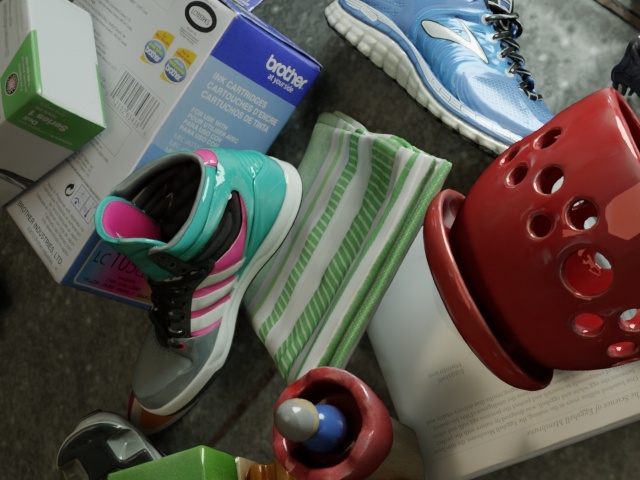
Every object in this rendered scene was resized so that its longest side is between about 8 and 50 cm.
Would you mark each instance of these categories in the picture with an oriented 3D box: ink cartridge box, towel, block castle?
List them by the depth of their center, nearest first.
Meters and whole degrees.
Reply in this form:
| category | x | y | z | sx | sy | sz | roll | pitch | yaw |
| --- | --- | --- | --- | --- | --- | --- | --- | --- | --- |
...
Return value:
| category | x | y | z | sx | sy | sz | roll | pitch | yaw |
| --- | --- | --- | --- | --- | --- | --- | --- | --- | --- |
| block castle | -0.126 | 0.304 | 0.683 | 0.453 | 0.213 | 0.303 | -20 | 59 | 21 |
| towel | 0.000 | 0.000 | 0.852 | 0.038 | 0.325 | 0.248 | 25 | 96 | -20 |
| ink cartridge box | -0.340 | -0.142 | 0.941 | 0.219 | 0.092 | 0.160 | -30 | 58 | 25 |
| ink cartridge box | -0.184 | -0.161 | 0.983 | 0.270 | 0.151 | 0.395 | 43 | 104 | 38 |

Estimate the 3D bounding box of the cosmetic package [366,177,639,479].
| category | x | y | z | sx | sy | sz | roll | pitch | yaw |
| --- | --- | --- | --- | --- | --- | --- | --- | --- | --- |
| cosmetic package | 0.175 | 0.086 | 0.825 | 0.224 | 0.138 | 0.225 | -25 | 72 | 19 |

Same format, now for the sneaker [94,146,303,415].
| category | x | y | z | sx | sy | sz | roll | pitch | yaw |
| --- | --- | --- | --- | --- | --- | --- | --- | --- | --- |
| sneaker | -0.149 | 0.033 | 0.861 | 0.124 | 0.178 | 0.295 | 32 | 98 | 42 |

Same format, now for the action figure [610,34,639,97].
| category | x | y | z | sx | sy | sz | roll | pitch | yaw |
| --- | --- | --- | --- | --- | --- | --- | --- | --- | --- |
| action figure | 0.359 | -0.059 | 0.762 | 0.164 | 0.141 | 0.276 | -23 | 59 | 18 |

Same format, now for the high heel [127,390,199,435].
| category | x | y | z | sx | sy | sz | roll | pitch | yaw |
| --- | --- | --- | --- | --- | --- | --- | --- | --- | --- |
| high heel | -0.170 | 0.105 | 1.028 | 0.117 | 0.082 | 0.244 | 50 | 121 | 51 |

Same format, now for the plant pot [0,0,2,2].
| category | x | y | z | sx | sy | sz | roll | pitch | yaw |
| --- | --- | --- | --- | --- | --- | --- | --- | --- | --- |
| plant pot | -0.483 | -0.397 | 1.150 | 0.290 | 0.195 | 0.290 | -3 | 82 | 24 |

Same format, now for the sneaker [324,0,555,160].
| category | x | y | z | sx | sy | sz | roll | pitch | yaw |
| --- | --- | --- | --- | --- | --- | --- | --- | --- | --- |
| sneaker | 0.152 | -0.184 | 0.875 | 0.330 | 0.130 | 0.147 | 45 | 105 | 22 |

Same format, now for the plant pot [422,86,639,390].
| category | x | y | z | sx | sy | sz | roll | pitch | yaw |
| --- | --- | --- | --- | --- | --- | --- | --- | --- | --- |
| plant pot | 0.184 | 0.011 | 0.653 | 0.174 | 0.191 | 0.191 | -31 | 72 | 23 |

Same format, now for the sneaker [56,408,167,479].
| category | x | y | z | sx | sy | sz | roll | pitch | yaw |
| --- | --- | --- | --- | --- | --- | --- | --- | --- | --- |
| sneaker | -0.169 | 0.327 | 0.977 | 0.122 | 0.146 | 0.330 | -25 | 96 | -6 |
